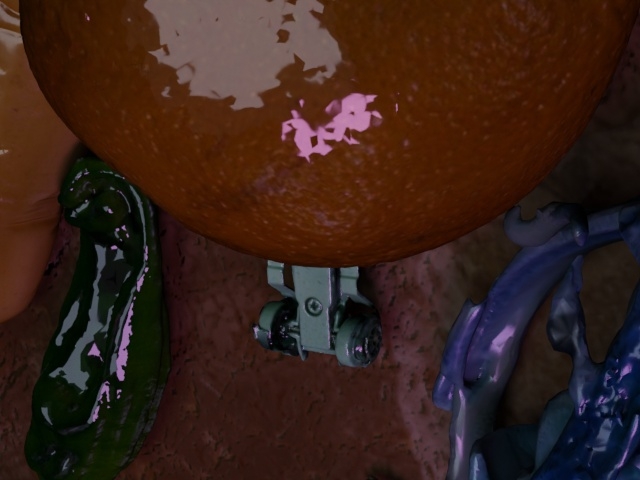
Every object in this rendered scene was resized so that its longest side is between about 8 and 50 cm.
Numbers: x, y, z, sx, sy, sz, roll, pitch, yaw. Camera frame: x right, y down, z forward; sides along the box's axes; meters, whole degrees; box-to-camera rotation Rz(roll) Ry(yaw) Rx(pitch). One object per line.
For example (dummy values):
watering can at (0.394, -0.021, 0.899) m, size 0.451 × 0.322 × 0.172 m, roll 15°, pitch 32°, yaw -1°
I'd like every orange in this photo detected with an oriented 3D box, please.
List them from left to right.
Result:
orange at (0.007, -0.116, 0.528) m, size 0.264 × 0.264 × 0.264 m, roll 11°, pitch 112°, yaw 29°

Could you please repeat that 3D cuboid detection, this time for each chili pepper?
chili pepper at (-0.142, 0.065, 0.792) m, size 0.100 × 0.074 × 0.257 m, roll 21°, pitch 111°, yaw 16°

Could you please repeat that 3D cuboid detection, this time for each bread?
bread at (-0.208, -0.080, 0.771) m, size 0.142 × 0.091 × 0.305 m, roll 36°, pitch 123°, yaw 11°

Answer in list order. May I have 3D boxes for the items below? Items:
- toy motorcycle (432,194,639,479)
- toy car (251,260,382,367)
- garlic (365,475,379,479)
toy motorcycle at (0.142, 0.094, 0.587) m, size 0.206 × 0.154 × 0.260 m, roll 51°, pitch 133°, yaw 36°
toy car at (0.000, 0.000, 0.688) m, size 0.073 × 0.054 × 0.143 m, roll 5°, pitch 111°, yaw 28°
garlic at (0.043, 0.269, 0.672) m, size 0.207 × 0.207 × 0.257 m, roll -37°, pitch 78°, yaw 35°
